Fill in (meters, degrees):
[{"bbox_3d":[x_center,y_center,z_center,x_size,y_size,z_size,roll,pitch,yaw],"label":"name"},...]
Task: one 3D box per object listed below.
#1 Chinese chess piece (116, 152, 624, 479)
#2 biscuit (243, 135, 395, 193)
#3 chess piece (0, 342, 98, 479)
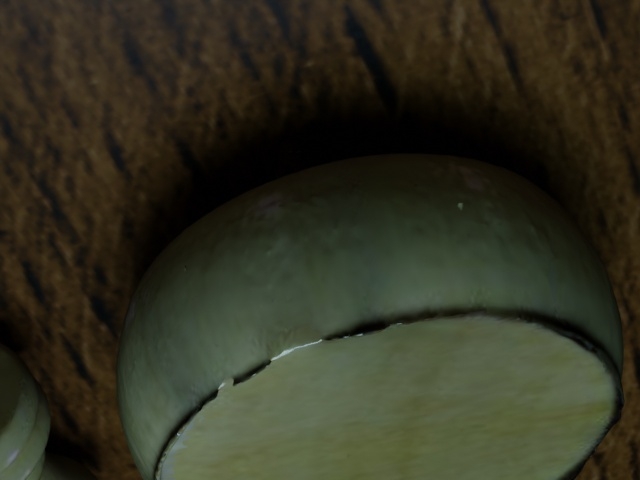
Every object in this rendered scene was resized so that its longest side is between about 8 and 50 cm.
[{"bbox_3d":[0.025,0.065,0.974,0.257,0.104,0.257,-10,146,-7],"label":"Chinese chess piece"},{"bbox_3d":[0.000,0.000,0.989,0.119,0.019,0.130,31,124,-35],"label":"biscuit"},{"bbox_3d":[-0.192,0.102,1.000,0.117,0.117,0.397,-15,138,6],"label":"chess piece"}]
